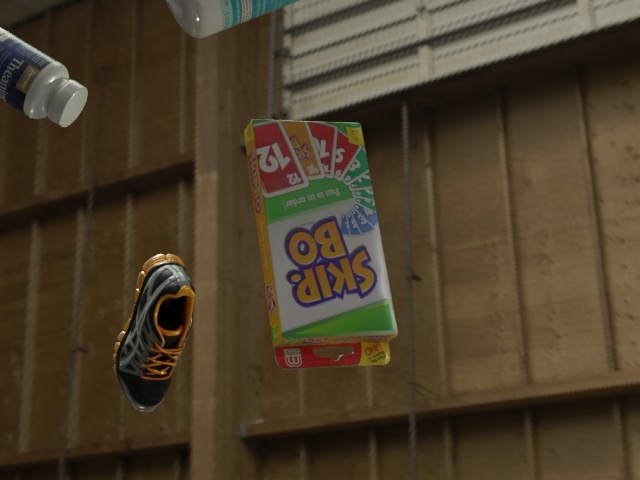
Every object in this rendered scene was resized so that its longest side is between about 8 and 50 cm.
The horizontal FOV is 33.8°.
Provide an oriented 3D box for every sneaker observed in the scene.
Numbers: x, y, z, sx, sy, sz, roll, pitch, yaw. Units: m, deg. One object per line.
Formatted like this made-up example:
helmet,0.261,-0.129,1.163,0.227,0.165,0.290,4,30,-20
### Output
sneaker,-0.210,0.129,1.359,0.083,0.084,0.215,36,-59,52

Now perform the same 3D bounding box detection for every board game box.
board game box,0.000,0.000,1.062,0.039,0.124,0.260,135,-50,-61

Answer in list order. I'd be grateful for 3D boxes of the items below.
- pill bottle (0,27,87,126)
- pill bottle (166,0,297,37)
pill bottle,-0.312,-0.171,1.123,0.120,0.067,0.067,31,-90,5
pill bottle,-0.045,-0.327,1.128,0.264,0.146,0.146,-23,-126,-12
